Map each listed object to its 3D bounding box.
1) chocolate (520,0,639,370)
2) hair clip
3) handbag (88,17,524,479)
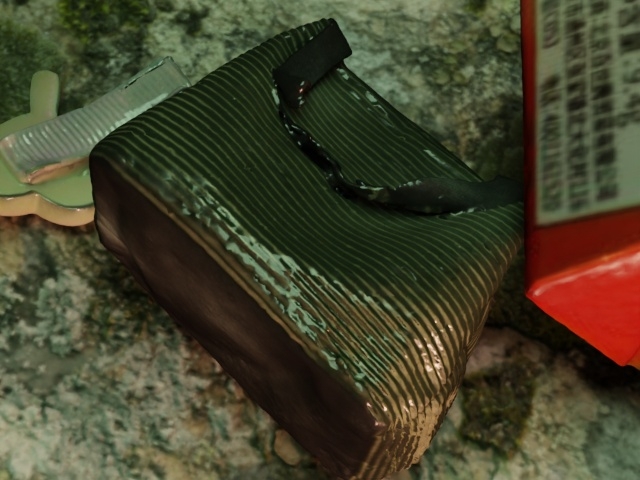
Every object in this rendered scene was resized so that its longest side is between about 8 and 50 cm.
[{"bbox_3d":[0.309,-0.062,1.093,0.161,0.341,0.360,-20,54,36],"label":"chocolate"},{"bbox_3d":[-0.221,-0.096,1.213,0.219,0.071,0.159,-31,63,-26],"label":"hair clip"},{"bbox_3d":[0.000,0.000,1.078,0.341,0.247,0.240,41,67,12],"label":"handbag"}]
